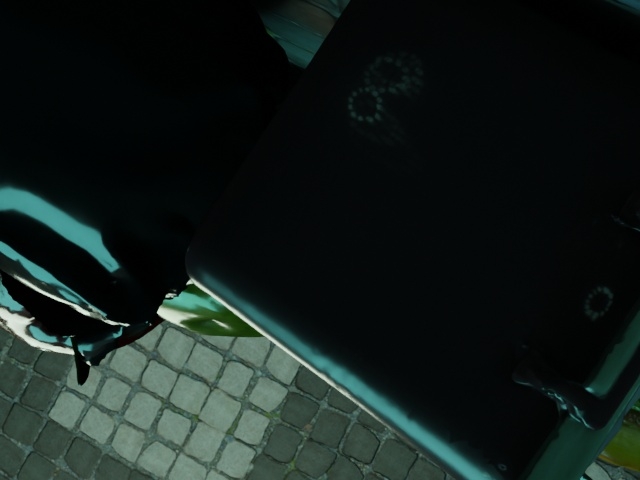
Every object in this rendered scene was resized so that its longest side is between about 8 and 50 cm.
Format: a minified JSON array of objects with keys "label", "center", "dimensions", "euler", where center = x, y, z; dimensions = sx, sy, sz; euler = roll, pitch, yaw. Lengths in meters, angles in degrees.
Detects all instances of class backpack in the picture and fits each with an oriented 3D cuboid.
[{"label":"backpack","center":[-0.199,-0.095,0.804],"dimensions":[0.363,0.255,0.446],"euler":[33,-179,-6]}]

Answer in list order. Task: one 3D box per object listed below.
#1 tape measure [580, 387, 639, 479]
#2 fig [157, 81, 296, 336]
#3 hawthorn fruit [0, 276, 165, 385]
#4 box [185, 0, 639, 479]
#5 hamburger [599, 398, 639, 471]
[{"label":"tape measure","center":[0.137,0.037,0.783],"dimensions":[0.178,0.196,0.105],"euler":[37,146,6]},{"label":"fig","center":[-0.026,-0.015,1.098],"dimensions":[0.233,0.233,0.314],"euler":[26,-176,31]},{"label":"hawthorn fruit","center":[-0.225,-0.022,1.202],"dimensions":[0.284,0.284,0.369],"euler":[27,-139,-32]},{"label":"box","center":[0.065,0.001,0.566],"dimensions":[0.167,0.193,0.294],"euler":[32,179,8]},{"label":"hamburger","center":[0.332,0.142,1.437],"dimensions":[0.246,0.170,0.246],"euler":[26,-168,-6]}]
